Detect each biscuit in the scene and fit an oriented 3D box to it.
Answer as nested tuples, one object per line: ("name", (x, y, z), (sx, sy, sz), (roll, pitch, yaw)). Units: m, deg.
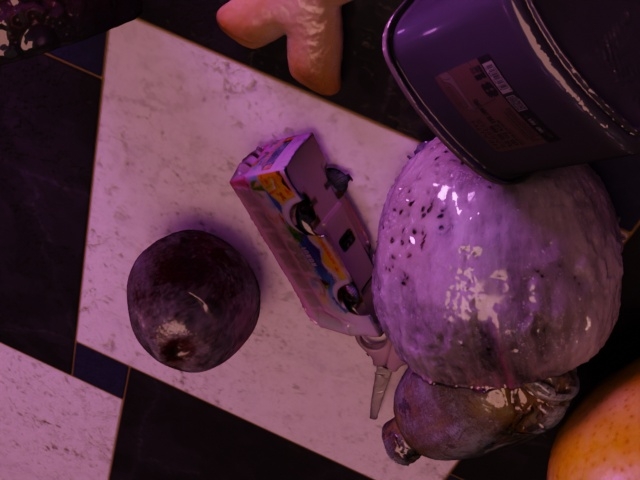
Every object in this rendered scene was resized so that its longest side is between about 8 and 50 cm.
("biscuit", (-0.008, -0.261, 0.849), (0.164, 0.047, 0.208), (31, 133, -5))

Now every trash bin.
("trash bin", (0.184, -0.164, 0.710), (0.209, 0.182, 0.290), (49, 172, -11))

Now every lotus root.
("lotus root", (0.195, 0.198, 1.065), (0.175, 0.175, 0.349), (37, 141, -9))

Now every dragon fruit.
("dragon fruit", (0.180, 0.019, 0.893), (0.283, 0.204, 0.221), (3, 128, 20))

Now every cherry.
("cherry", (-0.173, 0.089, 1.116), (0.195, 0.195, 0.195), (12, 131, 14))

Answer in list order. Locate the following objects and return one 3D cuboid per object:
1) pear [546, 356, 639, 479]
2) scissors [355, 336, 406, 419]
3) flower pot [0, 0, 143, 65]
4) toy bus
("pear", (0.430, 0.286, 0.910), (0.363, 0.362, 0.418), (28, 161, 0))
("scissors", (0.093, 0.190, 1.194), (0.110, 0.021, 0.212), (14, 132, 8))
("flower pot", (-0.342, -0.319, 0.815), (0.267, 0.266, 0.267), (-5, 115, 27))
("toy bus", (0.000, 0.001, 1.033), (0.112, 0.090, 0.274), (-6, 125, 36))
